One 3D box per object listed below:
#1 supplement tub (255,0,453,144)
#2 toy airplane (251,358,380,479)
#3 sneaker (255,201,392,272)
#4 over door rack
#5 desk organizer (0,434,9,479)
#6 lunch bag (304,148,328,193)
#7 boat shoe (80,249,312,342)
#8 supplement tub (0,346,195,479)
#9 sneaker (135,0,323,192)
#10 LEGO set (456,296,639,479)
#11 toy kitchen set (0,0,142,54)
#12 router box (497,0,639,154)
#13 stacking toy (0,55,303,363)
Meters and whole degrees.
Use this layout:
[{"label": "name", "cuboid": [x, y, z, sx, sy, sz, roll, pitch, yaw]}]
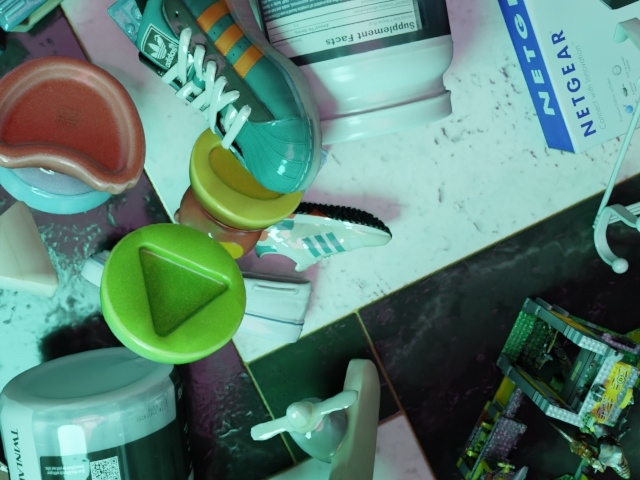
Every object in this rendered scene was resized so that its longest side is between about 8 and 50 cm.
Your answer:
[{"label": "supplement tub", "cuboid": [0.029, -0.247, 0.830, 0.191, 0.191, 0.272, -13, 102, -5]}, {"label": "toy airplane", "cuboid": [0.003, 0.368, 0.886, 0.273, 0.386, 0.384, 6, 112, 7]}, {"label": "sneaker", "cuboid": [0.000, 0.000, 0.948, 0.162, 0.057, 0.075, 8, 110, -8]}, {"label": "over door rack", "cuboid": [0.431, -0.111, 0.881, 0.240, 0.108, 0.324, -20, 136, -7]}, {"label": "desk organizer", "cuboid": [-0.391, 0.253, 0.944, 0.050, 0.047, 0.130, -44, 103, 4]}, {"label": "lunch bag", "cuboid": [-0.040, -0.091, 0.922, 0.083, 0.053, 0.071, 33, 98, -17]}, {"label": "boat shoe", "cuboid": [-0.134, 0.043, 0.923, 0.258, 0.095, 0.084, 17, 94, -21]}, {"label": "supplement tub", "cuboid": [-0.232, 0.292, 0.898, 0.194, 0.193, 0.315, -6, 101, -6]}, {"label": "sneaker", "cuboid": [-0.110, -0.167, 0.776, 0.121, 0.108, 0.302, -12, 64, -40]}, {"label": "LEGO set", "cuboid": [0.312, 0.231, 0.958, 0.255, 0.192, 0.331, 30, 96, -12]}, {"label": "toy kitchen set", "cuboid": [-0.268, -0.198, 0.835, 0.207, 0.122, 0.166, -39, 103, 1]}, {"label": "router box", "cuboid": [0.354, -0.307, 0.917, 0.301, 0.082, 0.335, -24, 103, -3]}, {"label": "stacking toy", "cuboid": [-0.194, -0.012, 0.795, 0.309, 0.130, 0.279, 22, 55, -15]}]
